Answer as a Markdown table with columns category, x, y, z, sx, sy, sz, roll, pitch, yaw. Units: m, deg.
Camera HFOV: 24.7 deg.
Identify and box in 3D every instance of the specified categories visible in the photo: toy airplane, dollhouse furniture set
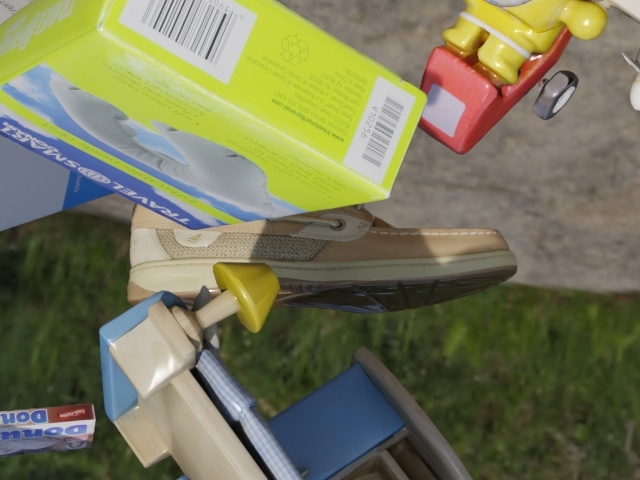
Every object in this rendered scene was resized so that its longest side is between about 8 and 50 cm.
| category | x | y | z | sx | sy | sz | roll | pitch | yaw |
| --- | --- | --- | --- | --- | --- | --- | --- | --- | --- |
| toy airplane | 0.231 | -0.291 | 1.413 | 0.386 | 0.384 | 0.272 | -8 | -174 | 28 |
| dollhouse furniture set | 0.029 | 0.159 | 0.883 | 0.286 | 0.198 | 0.303 | 51 | 160 | 19 |

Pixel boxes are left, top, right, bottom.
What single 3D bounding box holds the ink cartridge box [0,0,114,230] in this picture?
| category | x | y | z | sx | sy | sz | roll | pitch | yaw |
| --- | --- | --- | --- | --- | --- | --- | --- | --- | --- |
| ink cartridge box | -0.421 | -0.136 | 1.477 | 0.285 | 0.166 | 0.395 | 38 | -141 | 26 |

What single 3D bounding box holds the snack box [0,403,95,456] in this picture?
| category | x | y | z | sx | sy | sz | roll | pitch | yaw |
| --- | --- | --- | --- | --- | --- | --- | --- | --- | --- |
| snack box | -0.315 | 0.192 | 1.448 | 0.178 | 0.022 | 0.064 | -4 | 146 | -15 |

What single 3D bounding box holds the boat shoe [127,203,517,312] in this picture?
| category | x | y | z | sx | sy | sz | roll | pitch | yaw |
| --- | --- | --- | --- | --- | --- | --- | --- | --- | --- |
| boat shoe | 0.000 | 0.000 | 1.277 | 0.341 | 0.110 | 0.121 | -2 | 165 | 1 |

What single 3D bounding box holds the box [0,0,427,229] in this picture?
| category | x | y | z | sx | sy | sz | roll | pitch | yaw |
| --- | --- | --- | --- | --- | --- | --- | --- | --- | --- |
| box | -0.055 | -0.047 | 0.510 | 0.109 | 0.042 | 0.178 | 28 | 164 | -23 |
